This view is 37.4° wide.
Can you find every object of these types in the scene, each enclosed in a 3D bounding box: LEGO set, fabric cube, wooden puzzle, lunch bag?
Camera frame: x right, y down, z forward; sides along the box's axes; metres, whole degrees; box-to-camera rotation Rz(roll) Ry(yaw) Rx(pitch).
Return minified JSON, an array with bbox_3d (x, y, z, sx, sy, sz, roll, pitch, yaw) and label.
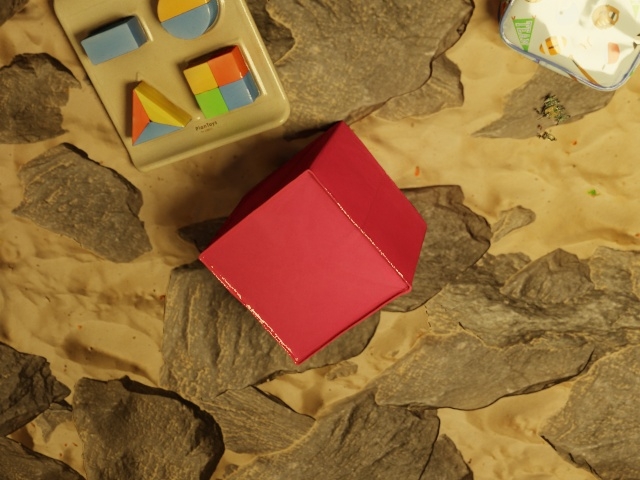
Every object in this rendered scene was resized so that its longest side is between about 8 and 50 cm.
[{"bbox_3d":[0.377,-0.203,1.544,0.054,0.023,0.083,26,130,3],"label":"LEGO set"},{"bbox_3d":[0.000,0.000,1.586,0.254,0.258,0.259,-36,102,23],"label":"fabric cube"},{"bbox_3d":[-0.259,-0.309,1.604,0.322,0.080,0.348,-16,109,19],"label":"wooden puzzle"},{"bbox_3d":[0.415,-0.380,1.403,0.243,0.115,0.303,24,116,-1],"label":"lunch bag"}]
